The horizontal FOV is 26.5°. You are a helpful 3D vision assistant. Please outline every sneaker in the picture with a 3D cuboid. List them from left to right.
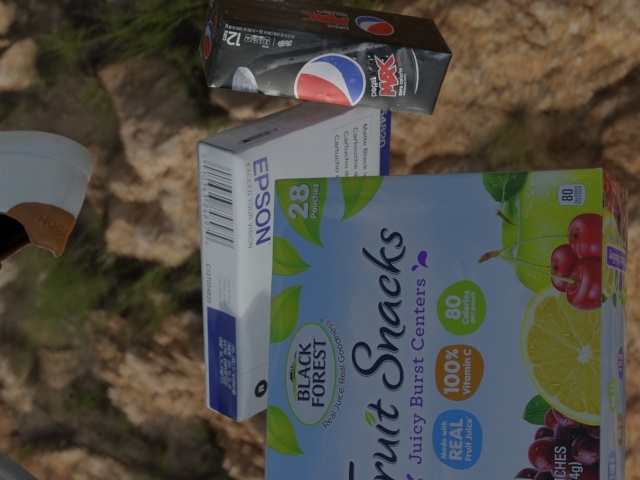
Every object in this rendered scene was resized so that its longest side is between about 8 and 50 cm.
[{"bbox_3d":[-0.343,-0.029,1.200,0.290,0.123,0.106,-1,159,26],"label":"sneaker"}]

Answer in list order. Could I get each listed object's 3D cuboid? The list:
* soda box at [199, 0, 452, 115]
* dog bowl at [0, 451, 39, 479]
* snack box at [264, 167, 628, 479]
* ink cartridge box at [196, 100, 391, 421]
[{"bbox_3d":[0.003,-0.133,0.961,0.169,0.060,0.053,6,124,-16],"label":"soda box"},{"bbox_3d":[-0.364,0.300,1.191,0.349,0.102,0.348,10,130,13],"label":"dog bowl"},{"bbox_3d":[0.063,0.071,0.686,0.174,0.070,0.207,0,83,24],"label":"snack box"},{"bbox_3d":[0.000,0.000,1.049,0.045,0.224,0.223,20,122,36],"label":"ink cartridge box"}]
